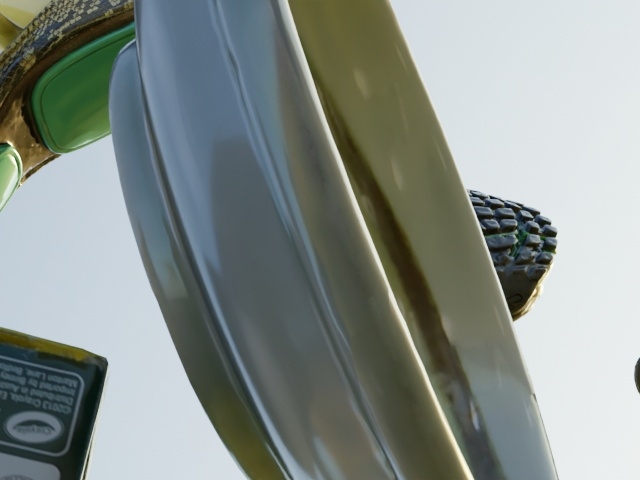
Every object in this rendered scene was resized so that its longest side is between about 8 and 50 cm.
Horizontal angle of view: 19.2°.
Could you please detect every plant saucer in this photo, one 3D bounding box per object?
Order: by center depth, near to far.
[{"bbox_3d":[0.000,0.000,0.790,0.100,0.400,0.400,-21,-31,9],"label":"plant saucer"}]

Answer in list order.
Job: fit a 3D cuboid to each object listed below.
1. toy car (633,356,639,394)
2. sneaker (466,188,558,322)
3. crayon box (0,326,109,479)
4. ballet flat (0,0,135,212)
[{"bbox_3d":[0.247,0.095,1.197,0.188,0.149,0.155,-25,-66,-43],"label":"toy car"},{"bbox_3d":[0.068,0.025,1.432,0.134,0.343,0.146,8,-86,-21],"label":"sneaker"},{"bbox_3d":[-0.288,0.114,0.769,0.363,0.106,0.313,14,-33,-6],"label":"crayon box"},{"bbox_3d":[-0.296,-0.116,1.692,0.483,0.182,0.164,-44,-21,-21],"label":"ballet flat"}]
